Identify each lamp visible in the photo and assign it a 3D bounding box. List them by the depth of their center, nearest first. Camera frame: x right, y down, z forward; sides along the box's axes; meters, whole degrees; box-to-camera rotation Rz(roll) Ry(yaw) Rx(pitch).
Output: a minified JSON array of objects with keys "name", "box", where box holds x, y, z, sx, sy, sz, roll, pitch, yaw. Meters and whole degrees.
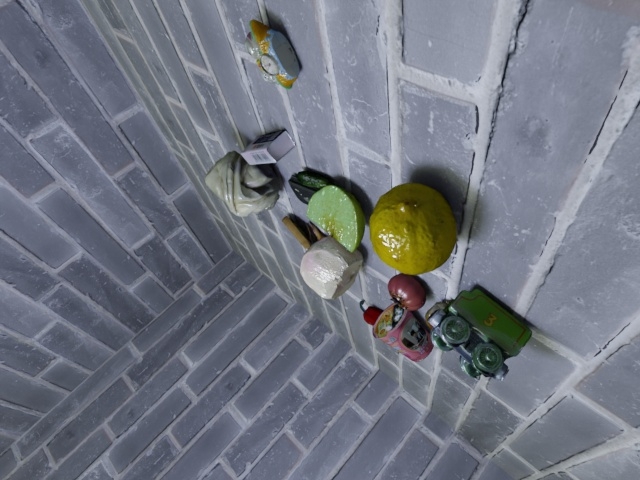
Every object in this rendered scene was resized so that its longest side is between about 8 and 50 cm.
[{"name":"lamp","box":[0.370,0.230,1.739,0.182,0.140,0.182,42,164,15]}]

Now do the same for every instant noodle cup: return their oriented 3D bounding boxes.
[{"name":"instant noodle cup","box":[0.426,0.470,2.002,0.255,0.244,0.244,43,161,-12]}]

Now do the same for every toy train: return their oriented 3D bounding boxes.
[{"name":"toy train","box":[0.544,0.321,1.399,0.307,0.249,0.173,40,162,18]}]

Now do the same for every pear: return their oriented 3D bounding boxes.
[{"name":"pear","box":[0.088,-0.130,1.628,0.288,0.139,0.239,39,145,30]}]

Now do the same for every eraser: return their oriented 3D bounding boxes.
[{"name":"eraser","box":[-0.236,-0.400,1.745,0.287,0.130,0.086,12,145,55]}]

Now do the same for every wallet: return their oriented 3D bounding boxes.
[{"name":"wallet","box":[-0.039,-0.202,1.857,0.245,0.052,0.168,30,158,32]}]

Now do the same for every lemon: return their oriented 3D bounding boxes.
[{"name":"lemon","box":[0.284,-0.030,1.237,0.268,0.268,0.321,35,158,28]}]

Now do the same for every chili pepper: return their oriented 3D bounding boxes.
[{"name":"chili pepper","box":[0.349,0.461,2.273,0.388,0.110,0.110,27,153,43]}]

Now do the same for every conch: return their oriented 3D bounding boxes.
[{"name":"conch","box":[0.001,0.004,2.127,0.233,0.086,0.080,45,-174,23]}]

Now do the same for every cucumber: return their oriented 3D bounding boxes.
[{"name":"cucumber","box":[-0.021,-0.253,1.691,0.227,0.069,0.069,23,150,43]}]

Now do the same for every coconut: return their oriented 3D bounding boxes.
[{"name":"coconut","box":[0.045,0.118,1.947,0.254,0.297,0.297,40,159,21]}]

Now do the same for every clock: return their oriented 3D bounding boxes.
[{"name":"clock","box":[-0.157,-0.582,1.269,0.144,0.103,0.231,12,143,44]}]

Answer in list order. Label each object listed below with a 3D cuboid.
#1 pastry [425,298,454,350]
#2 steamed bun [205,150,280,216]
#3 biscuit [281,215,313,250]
[{"name":"pastry","box":[0.552,0.359,1.658,0.236,0.121,0.257,32,159,43]},{"name":"steamed bun","box":[-0.340,-0.301,1.963,0.237,0.394,0.346,-32,58,38]},{"name":"biscuit","box":[-0.089,0.003,2.268,0.343,0.057,0.287,49,177,34]}]
